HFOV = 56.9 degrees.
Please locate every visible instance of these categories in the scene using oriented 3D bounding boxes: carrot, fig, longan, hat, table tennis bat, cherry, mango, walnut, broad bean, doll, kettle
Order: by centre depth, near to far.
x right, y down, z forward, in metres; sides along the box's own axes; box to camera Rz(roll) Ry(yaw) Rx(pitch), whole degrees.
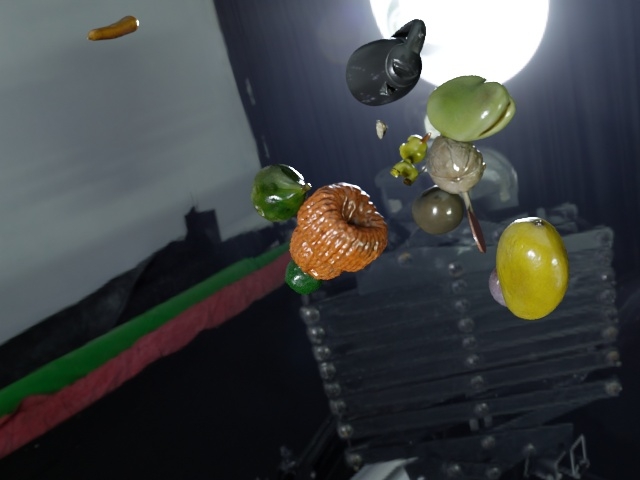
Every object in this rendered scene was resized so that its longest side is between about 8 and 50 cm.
[{"bbox_3d":[-0.444,-0.451,1.266,0.037,0.037,0.190,-9,-153,16],"label":"carrot"},{"bbox_3d":[0.557,0.085,1.547,0.142,0.332,0.195,-29,-145,-18],"label":"mango"},{"bbox_3d":[0.410,-0.365,1.633,0.121,0.189,0.263,18,-175,-39],"label":"broad bean"},{"bbox_3d":[0.403,-0.241,1.788,0.178,0.178,0.230,-12,-141,9],"label":"walnut"},{"bbox_3d":[0.230,-0.568,1.854,0.207,0.268,0.290,25,180,-16],"label":"kettle"},{"bbox_3d":[0.482,-0.062,1.859,0.019,0.221,0.130,-20,154,22],"label":"table tennis bat"},{"bbox_3d":[0.000,0.000,1.864,0.400,0.285,0.285,-32,-173,40],"label":"hat"},{"bbox_3d":[-0.126,-0.163,1.975,0.195,0.195,0.244,-27,-168,-28],"label":"fig"},{"bbox_3d":[0.653,0.143,2.008,0.139,0.176,0.176,7,-160,-5],"label":"cherry"},{"bbox_3d":[0.460,-0.118,2.291,0.196,0.197,0.220,-28,168,-29],"label":"longan"},{"bbox_3d":[0.373,-0.336,2.336,0.221,0.135,0.143,-55,178,-9],"label":"doll"}]

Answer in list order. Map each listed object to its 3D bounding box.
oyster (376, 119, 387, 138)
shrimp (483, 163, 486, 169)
[{"bbox_3d":[0.187,-0.341,1.800,0.019,0.054,0.083,-21,172,-5],"label":"oyster"},{"bbox_3d":[0.575,-0.256,2.205,0.091,0.025,0.127,-20,-166,24],"label":"shrimp"}]
